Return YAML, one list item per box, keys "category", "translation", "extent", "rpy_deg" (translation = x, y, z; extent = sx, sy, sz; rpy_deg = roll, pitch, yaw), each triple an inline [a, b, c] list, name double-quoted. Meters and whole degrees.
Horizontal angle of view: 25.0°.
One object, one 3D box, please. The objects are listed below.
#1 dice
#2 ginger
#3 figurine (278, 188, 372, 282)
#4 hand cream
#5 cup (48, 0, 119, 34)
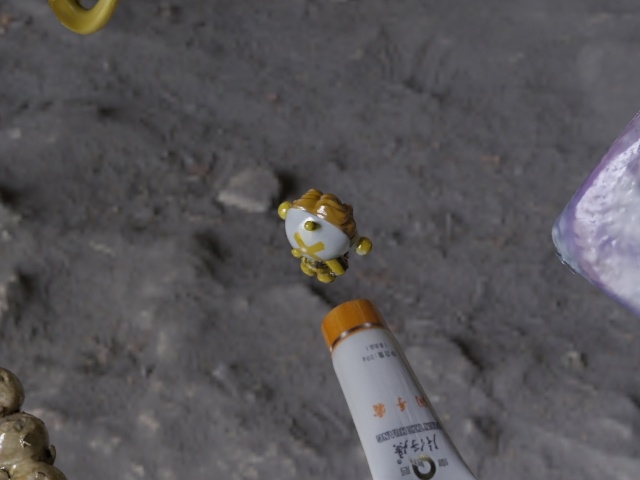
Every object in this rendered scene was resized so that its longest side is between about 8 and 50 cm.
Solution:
- category: "dice"
  translation: [0.508, -0.039, 2.032]
  extent: [0.270, 0.271, 0.270]
  rpy_deg: [38, 20, 9]
- category: "ginger"
  translation: [-0.319, 0.221, 1.497]
  extent: [0.080, 0.104, 0.204]
  rpy_deg: [-21, 68, -24]
- category: "figurine"
  translation: [-0.004, -0.001, 1.510]
  extent: [0.101, 0.143, 0.068]
  rpy_deg: [35, 65, -9]
- category: "hand cream"
  translation: [0.085, 0.222, 1.864]
  extent: [0.139, 0.089, 0.314]
  rpy_deg: [-11, 54, -23]
- category: "cup"
  translation: [-0.223, -0.341, 1.303]
  extent: [0.178, 0.255, 0.256]
  rpy_deg: [28, 16, -52]
